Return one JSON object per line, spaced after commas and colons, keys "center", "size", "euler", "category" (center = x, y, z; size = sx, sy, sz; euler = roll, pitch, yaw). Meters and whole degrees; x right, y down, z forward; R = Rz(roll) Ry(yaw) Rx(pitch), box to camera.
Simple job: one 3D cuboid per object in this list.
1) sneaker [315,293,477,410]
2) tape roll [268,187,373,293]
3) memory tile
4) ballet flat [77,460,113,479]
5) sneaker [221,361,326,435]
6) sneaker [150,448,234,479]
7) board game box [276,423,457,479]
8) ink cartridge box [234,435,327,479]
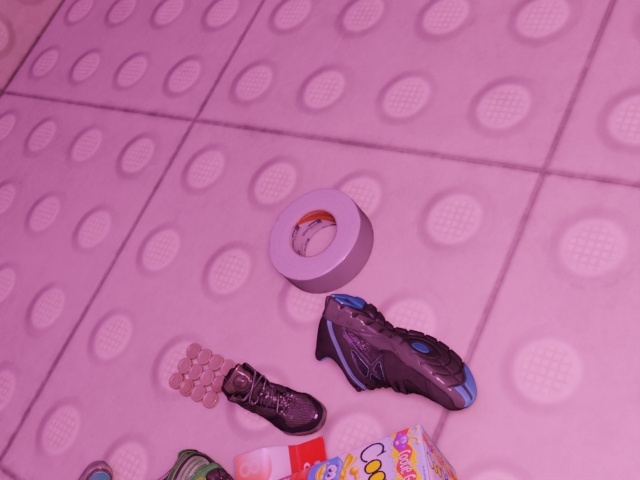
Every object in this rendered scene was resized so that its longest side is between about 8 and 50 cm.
{"center": [0.131, 0.225, 1.345], "size": [0.341, 0.125, 0.139], "euler": [30, 107, 37], "category": "sneaker"}
{"center": [0.000, 0.000, 1.567], "size": [0.219, 0.072, 0.219], "euler": [-15, 57, 23], "category": "tape roll"}
{"center": [-0.254, 0.289, 1.584], "size": [0.148, 0.012, 0.113], "euler": [18, 73, 37], "category": "memory tile"}
{"center": [-0.513, 0.560, 1.552], "size": [0.213, 0.072, 0.068], "euler": [-54, 23, -9], "category": "ballet flat"}
{"center": [-0.101, 0.302, 1.409], "size": [0.228, 0.130, 0.087], "euler": [17, 74, 35], "category": "sneaker"}
{"center": [-0.310, 0.552, 1.399], "size": [0.343, 0.134, 0.146], "euler": [-47, 40, -11], "category": "sneaker"}
{"center": [0.076, 0.436, 1.185], "size": [0.275, 0.144, 0.142], "euler": [-27, 32, 15], "category": "board game box"}
{"center": [-0.071, 0.448, 1.356], "size": [0.179, 0.045, 0.145], "euler": [-25, 53, 20], "category": "ink cartridge box"}
